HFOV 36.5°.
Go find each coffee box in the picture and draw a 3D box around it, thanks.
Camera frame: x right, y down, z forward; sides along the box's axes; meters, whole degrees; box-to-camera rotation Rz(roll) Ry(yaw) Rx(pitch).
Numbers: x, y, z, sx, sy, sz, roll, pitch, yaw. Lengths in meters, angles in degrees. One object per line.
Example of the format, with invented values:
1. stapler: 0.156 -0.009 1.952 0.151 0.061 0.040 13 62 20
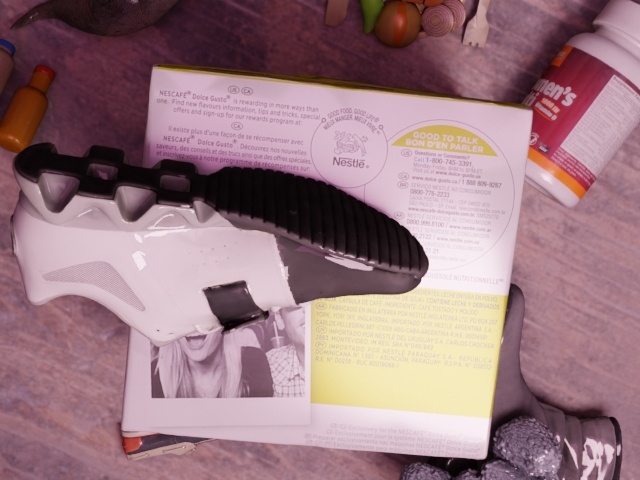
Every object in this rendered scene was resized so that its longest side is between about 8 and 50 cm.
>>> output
1. coffee box: 0.000 0.000 1.007 0.338 0.337 0.334 5 98 -3

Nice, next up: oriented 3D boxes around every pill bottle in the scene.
1. pill bottle: 0.304 -0.157 1.105 0.121 0.121 0.221 35 96 -8

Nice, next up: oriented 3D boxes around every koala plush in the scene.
1. koala plush: 0.213 0.346 1.045 0.196 0.221 0.203 -26 112 5

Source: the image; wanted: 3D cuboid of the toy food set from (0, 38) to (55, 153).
1. toy food set: -0.424 -0.190 1.080 0.232 0.111 0.104 16 67 5

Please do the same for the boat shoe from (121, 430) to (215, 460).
1. boat shoe: -0.174 0.241 1.185 0.137 0.049 0.043 -6 103 1

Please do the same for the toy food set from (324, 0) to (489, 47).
1. toy food set: 0.107 -0.280 1.097 0.192 0.038 0.132 7 122 -4

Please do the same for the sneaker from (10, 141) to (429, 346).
1. sneaker: -0.082 0.020 0.789 0.331 0.122 0.146 10 115 -4

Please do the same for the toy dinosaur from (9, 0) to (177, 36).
1. toy dinosaur: -0.205 -0.298 1.061 0.313 0.121 0.160 -30 86 -2

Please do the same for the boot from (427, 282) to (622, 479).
1. boot: 0.262 0.211 1.180 0.223 0.118 0.338 7 110 -7
